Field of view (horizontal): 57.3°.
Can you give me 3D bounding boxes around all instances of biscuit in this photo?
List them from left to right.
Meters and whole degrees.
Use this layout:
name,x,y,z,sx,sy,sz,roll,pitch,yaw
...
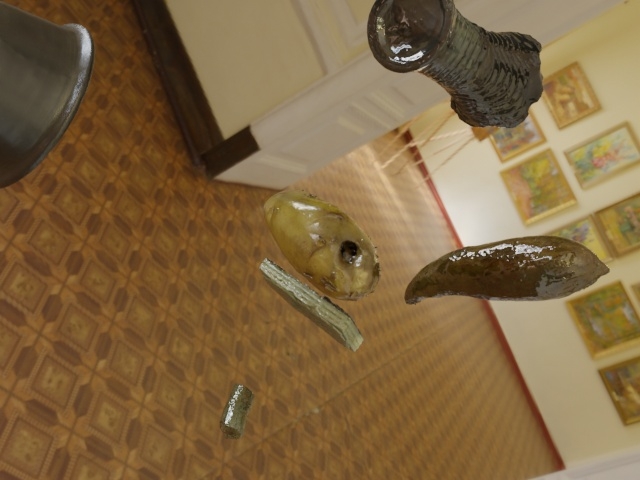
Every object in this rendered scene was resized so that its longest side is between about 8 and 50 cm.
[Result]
name,x,y,z,sx,sy,sz,roll,pitch,yaw
biscuit,-0.024,0.141,1.278,0.252,0.052,0.150,35,-14,26

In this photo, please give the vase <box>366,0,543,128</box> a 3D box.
name,x,y,z,sx,sy,sz,roll,pitch,yaw
vase,0.132,-0.175,0.560,0.237,0.115,0.115,-3,67,-55

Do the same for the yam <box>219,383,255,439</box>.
name,x,y,z,sx,sy,sz,roll,pitch,yaw
yam,-0.133,0.271,0.939,0.043,0.043,0.094,54,29,-23

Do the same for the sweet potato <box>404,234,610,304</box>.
name,x,y,z,sx,sy,sz,roll,pitch,yaw
sweet potato,0.337,0.066,1.160,0.130,0.422,0.131,22,63,-50

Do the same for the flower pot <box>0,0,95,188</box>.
name,x,y,z,sx,sy,sz,roll,pitch,yaw
flower pot,-0.396,-0.196,0.684,0.148,0.235,0.235,35,35,-49

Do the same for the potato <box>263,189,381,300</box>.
name,x,y,z,sx,sy,sz,roll,pitch,yaw
potato,0.000,0.000,1.080,0.173,0.140,0.300,47,0,-45
